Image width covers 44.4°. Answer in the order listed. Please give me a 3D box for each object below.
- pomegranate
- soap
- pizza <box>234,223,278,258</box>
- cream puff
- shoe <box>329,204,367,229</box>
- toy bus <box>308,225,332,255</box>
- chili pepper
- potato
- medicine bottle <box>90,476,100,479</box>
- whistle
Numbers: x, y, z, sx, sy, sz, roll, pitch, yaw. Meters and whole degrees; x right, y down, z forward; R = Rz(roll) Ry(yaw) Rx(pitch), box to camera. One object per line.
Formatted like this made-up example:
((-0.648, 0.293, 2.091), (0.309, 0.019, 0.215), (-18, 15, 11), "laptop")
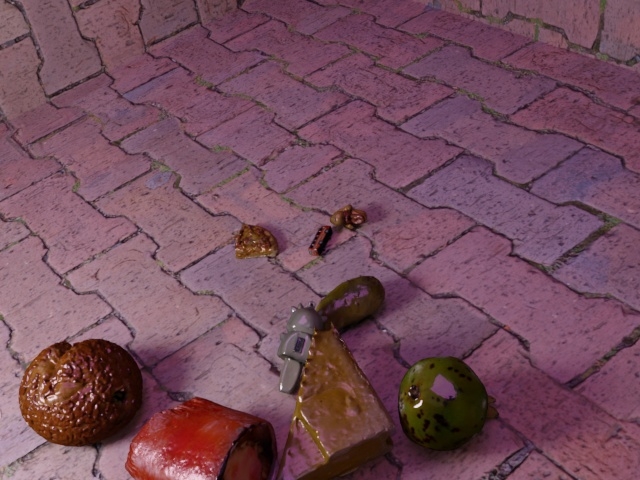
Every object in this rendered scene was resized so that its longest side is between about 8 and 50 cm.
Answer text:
((0.286, 0.365, 1.735), (0.263, 0.211, 0.211), (20, 25, -33), "pomegranate")
((-0.041, 0.375, 1.766), (0.304, 0.169, 0.339), (-21, 53, -19), "soap")
((-0.203, 0.007, 2.375), (0.175, 0.046, 0.134), (25, 53, 36), "pizza")
((-0.604, 0.361, 1.943), (0.302, 0.212, 0.303), (-11, 41, 10), "cream puff")
((0.086, -0.072, 2.367), (0.108, 0.072, 0.069), (14, 11, -2), "shoe")
((0.000, 0.000, 2.342), (0.043, 0.031, 0.110), (2, 42, 27), "toy bus")
((-0.265, 0.463, 1.725), (0.305, 0.229, 0.251), (18, 58, 30), "chili pepper")
((0.070, 0.171, 2.076), (0.225, 0.090, 0.117), (-31, 49, -10), "potato")
((-0.548, 0.616, 1.738), (0.119, 0.069, 0.183), (18, 50, 34), "medicine bottle")
((-0.054, 0.267, 1.972), (0.110, 0.092, 0.245), (16, 71, -1), "whistle")
